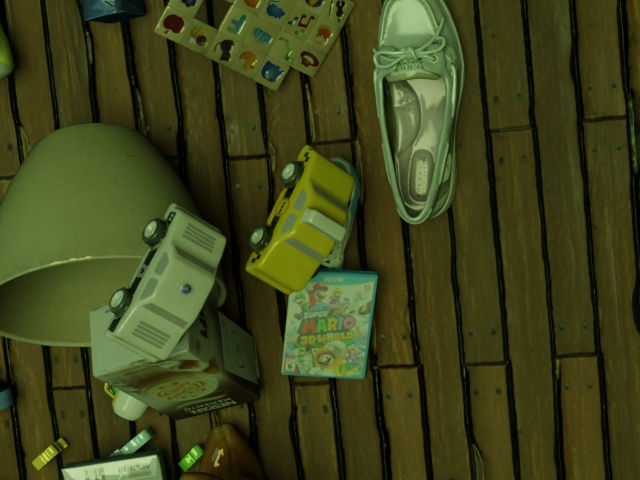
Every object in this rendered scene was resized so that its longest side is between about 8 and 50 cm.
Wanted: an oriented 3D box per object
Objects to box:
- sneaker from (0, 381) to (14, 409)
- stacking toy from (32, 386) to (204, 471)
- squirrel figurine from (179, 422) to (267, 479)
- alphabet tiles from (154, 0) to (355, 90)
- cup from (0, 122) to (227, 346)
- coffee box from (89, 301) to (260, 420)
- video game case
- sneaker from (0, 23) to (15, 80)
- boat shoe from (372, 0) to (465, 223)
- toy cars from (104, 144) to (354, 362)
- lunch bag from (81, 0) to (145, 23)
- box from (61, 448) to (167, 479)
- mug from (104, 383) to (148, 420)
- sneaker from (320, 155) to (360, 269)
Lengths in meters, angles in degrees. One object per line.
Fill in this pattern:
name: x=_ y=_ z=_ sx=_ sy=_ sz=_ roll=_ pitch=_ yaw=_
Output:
sneaker: x=-0.572 y=0.206 z=1.957 sx=0.232 sy=0.081 sz=0.090 roll=3 pitch=105 yaw=14
stacking toy: x=-0.298 y=0.320 z=1.924 sx=0.221 sy=0.052 sz=0.167 roll=-43 pitch=87 yaw=14
squirrel figurine: x=-0.088 y=0.483 z=1.712 sx=0.281 sy=0.370 sz=0.397 roll=-36 pitch=102 yaw=-16
alphabet tiles: x=-0.076 y=-0.317 z=1.740 sx=0.237 sy=0.009 sz=0.198 roll=23 pitch=104 yaw=-30
cup: x=-0.304 y=-0.019 z=1.772 sx=0.331 sy=0.331 sz=0.236 roll=-14 pitch=67 yaw=14
coffee box: x=-0.192 y=0.157 z=1.772 sx=0.141 sy=0.246 sz=0.098 roll=-16 pitch=64 yaw=16
video game case: x=0.012 y=0.116 z=1.807 sx=0.119 sy=0.015 sz=0.166 roll=4 pitch=115 yaw=-5
sneaker: x=-0.535 y=-0.405 z=1.838 sx=0.147 sy=0.145 sz=0.384 roll=-30 pitch=91 yaw=15
boat shoe: x=0.129 y=-0.183 z=1.735 sx=0.118 sy=0.103 sz=0.320 roll=2 pitch=98 yaw=13
toy cars: x=-0.094 y=0.016 z=1.624 sx=0.087 sy=0.394 sz=0.176 roll=10 pitch=121 yaw=55
lunch bag: x=-0.294 y=-0.342 z=1.813 sx=0.067 sy=0.098 sz=0.065 roll=-9 pitch=92 yaw=19
box: x=-0.285 y=0.406 z=1.888 sx=0.145 sy=0.038 sz=0.186 roll=-10 pitch=95 yaw=6
mug: x=-0.272 y=0.222 z=1.880 sx=0.062 sy=0.078 sz=0.064 roll=24 pitch=93 yaw=-29
sneaker: x=0.000 y=0.000 z=1.798 sx=0.085 sy=0.086 sz=0.237 roll=11 pitch=101 yaw=10
